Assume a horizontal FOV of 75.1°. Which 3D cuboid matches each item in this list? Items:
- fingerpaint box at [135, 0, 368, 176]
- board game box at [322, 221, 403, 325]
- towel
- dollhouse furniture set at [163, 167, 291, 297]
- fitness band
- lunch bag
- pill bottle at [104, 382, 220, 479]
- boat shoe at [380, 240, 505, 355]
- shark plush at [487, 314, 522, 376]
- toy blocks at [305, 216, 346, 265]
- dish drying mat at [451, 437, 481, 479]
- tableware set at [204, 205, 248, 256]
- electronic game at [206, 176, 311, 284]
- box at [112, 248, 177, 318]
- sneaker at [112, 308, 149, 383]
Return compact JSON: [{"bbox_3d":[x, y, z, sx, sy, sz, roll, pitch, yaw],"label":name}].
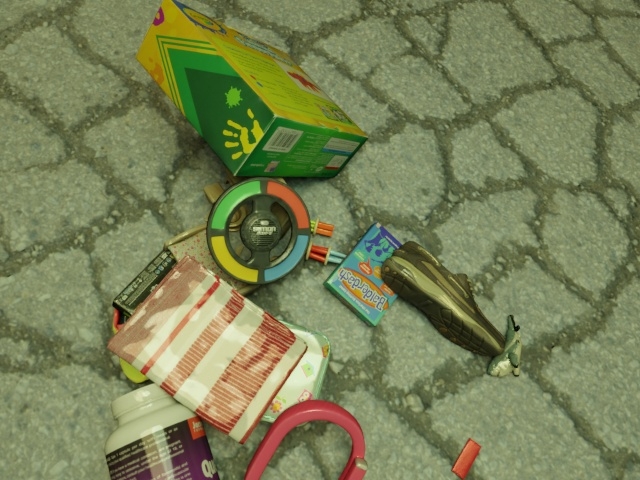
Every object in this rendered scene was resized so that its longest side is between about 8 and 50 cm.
[{"bbox_3d":[-0.136,-0.331,1.006,0.371,0.445,0.163,49,116,13],"label":"fingerpaint box"},{"bbox_3d":[0.132,0.082,1.042,0.160,0.047,0.210,42,70,-4],"label":"board game box"},{"bbox_3d":[-0.217,0.213,0.838,0.329,0.037,0.237,37,73,-1],"label":"towel"},{"bbox_3d":[-0.234,-0.021,0.939,0.355,0.174,0.303,-30,80,-34],"label":"dollhouse furniture set"},{"bbox_3d":[-0.032,0.462,0.834,0.209,0.054,0.291,29,94,-7],"label":"fitness band"},{"bbox_3d":[-0.131,0.283,0.922,0.279,0.108,0.224,16,71,2],"label":"lunch bag"},{"bbox_3d":[-0.297,0.448,0.800,0.181,0.181,0.323,-20,72,-13],"label":"pill bottle"},{"bbox_3d":[0.312,0.132,0.991,0.355,0.132,0.130,41,67,-5],"label":"boat shoe"},{"bbox_3d":[0.455,0.254,1.019,0.067,0.073,0.161,5,70,31],"label":"shark plush"},{"bbox_3d":[0.000,0.000,1.078,0.148,0.054,0.123,16,66,0],"label":"toy blocks"},{"bbox_3d":[0.328,0.489,0.935,0.032,0.008,0.083,37,70,10],"label":"dish drying mat"},{"bbox_3d":[-0.249,-0.023,1.071,0.128,0.039,0.194,19,67,3],"label":"tableware set"},{"bbox_3d":[-0.125,-0.019,0.881,0.229,0.048,0.229,-5,101,-25],"label":"electronic game"},{"bbox_3d":[-0.332,0.127,0.951,0.184,0.045,0.190,39,52,-9],"label":"box"},{"bbox_3d":[-0.425,0.216,0.929,0.081,0.094,0.208,-18,71,-12],"label":"sneaker"}]
